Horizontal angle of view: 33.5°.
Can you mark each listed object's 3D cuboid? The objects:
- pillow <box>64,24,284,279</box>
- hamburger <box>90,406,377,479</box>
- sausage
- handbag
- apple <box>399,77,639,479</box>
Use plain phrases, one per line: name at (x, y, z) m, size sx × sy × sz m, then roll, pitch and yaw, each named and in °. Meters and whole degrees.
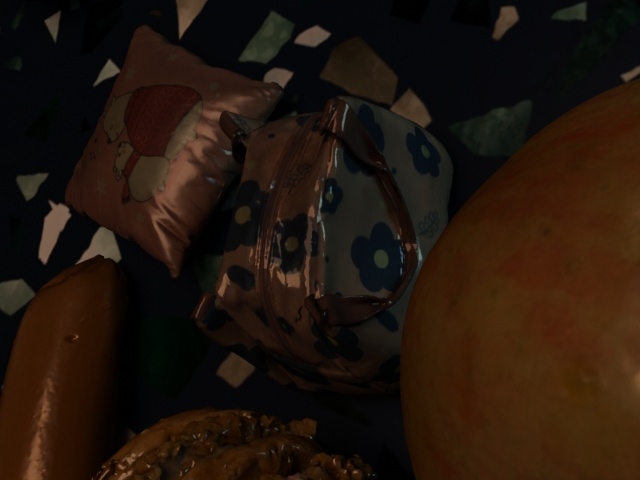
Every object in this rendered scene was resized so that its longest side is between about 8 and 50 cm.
pillow at (-0.169, -0.100, 1.147) m, size 0.223 × 0.084 × 0.236 m, roll 25°, pitch 90°, yaw 34°
hamburger at (-0.063, 0.254, 0.852) m, size 0.211 × 0.260 × 0.245 m, roll 23°, pitch 67°, yaw 41°
sausage at (-0.271, 0.172, 1.102) m, size 0.134 × 0.116 × 0.354 m, roll -19°, pitch 59°, yaw 37°
handbag at (0.000, 0.000, 0.935) m, size 0.190 × 0.193 × 0.252 m, roll -3°, pitch 72°, yaw 28°
apple at (0.240, 0.082, 0.648) m, size 0.346 × 0.391 × 0.391 m, roll 28°, pitch 90°, yaw 47°
